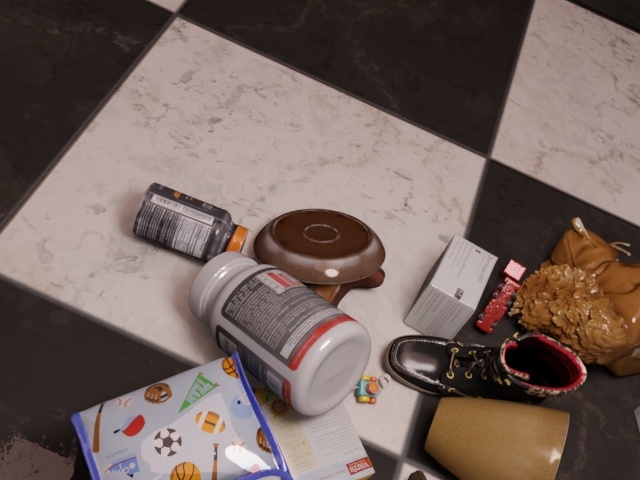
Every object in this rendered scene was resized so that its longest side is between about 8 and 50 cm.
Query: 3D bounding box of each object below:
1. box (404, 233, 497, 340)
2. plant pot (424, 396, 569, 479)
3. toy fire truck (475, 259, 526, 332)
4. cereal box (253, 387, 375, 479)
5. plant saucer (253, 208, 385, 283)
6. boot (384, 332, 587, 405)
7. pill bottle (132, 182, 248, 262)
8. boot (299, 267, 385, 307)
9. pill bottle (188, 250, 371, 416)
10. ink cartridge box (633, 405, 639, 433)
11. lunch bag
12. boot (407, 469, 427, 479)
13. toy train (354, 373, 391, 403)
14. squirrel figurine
[{"bbox_3d":[0.306,0.118,1.870,0.119,0.182,0.181,30,51,4],"label":"box"},{"bbox_3d":[0.354,0.428,1.655,0.255,0.237,0.237,17,49,14],"label":"plant pot"},{"bbox_3d":[0.443,0.137,1.959,0.047,0.135,0.192,33,90,6],"label":"toy fire truck"},{"bbox_3d":[-0.017,0.394,1.605,0.173,0.047,0.240,-11,59,-26],"label":"cereal box"},{"bbox_3d":[0.000,0.000,1.853,0.311,0.050,0.310,4,30,-3],"label":"plant saucer"},{"bbox_3d":[0.348,0.267,1.698,0.378,0.284,0.138,20,69,-4],"label":"boot"},{"bbox_3d":[-0.290,-0.030,1.805,0.246,0.130,0.130,22,51,-4],"label":"pill bottle"},{"bbox_3d":[0.030,0.171,1.793,0.264,0.096,0.280,8,55,-18],"label":"boot"},{"bbox_3d":[-0.092,0.175,1.616,0.210,0.210,0.363,-30,48,-34],"label":"pill bottle"},{"bbox_3d":[0.896,0.510,1.868,0.275,0.060,0.238,9,51,-13],"label":"ink cartridge box"},{"bbox_3d":[-0.225,0.440,1.407,0.328,0.239,0.385,-18,69,-17],"label":"lunch bag"},{"bbox_3d":[0.158,0.553,1.562,0.106,0.082,0.219,14,53,-13],"label":"boot"},{"bbox_3d":[0.093,0.275,1.730,0.166,0.046,0.125,49,57,-8],"label":"toy train"},{"bbox_3d":[0.667,0.122,1.947,0.397,0.281,0.370,-8,51,-27],"label":"squirrel figurine"}]
